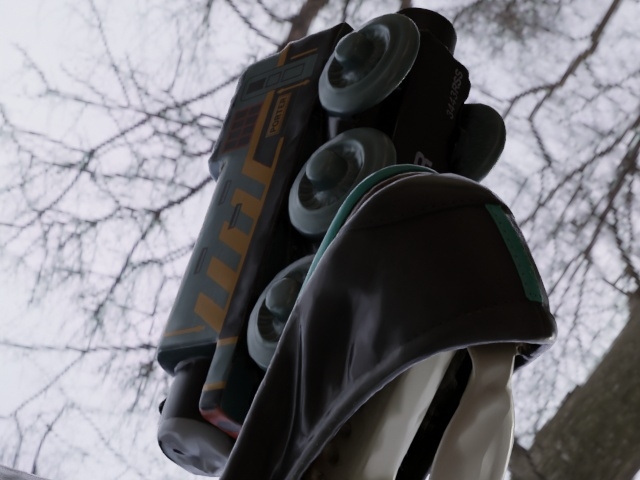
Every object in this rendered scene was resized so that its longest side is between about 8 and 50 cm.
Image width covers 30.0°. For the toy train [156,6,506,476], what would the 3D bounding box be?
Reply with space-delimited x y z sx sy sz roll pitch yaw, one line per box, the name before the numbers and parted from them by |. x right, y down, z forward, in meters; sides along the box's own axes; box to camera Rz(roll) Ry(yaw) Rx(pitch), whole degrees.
toy train | 0.000 0.000 0.759 0.142 0.190 0.334 38 -126 -35

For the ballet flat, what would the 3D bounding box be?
ballet flat | 0.001 0.105 0.438 0.095 0.280 0.096 -4 -140 -37

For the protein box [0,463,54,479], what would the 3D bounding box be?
protein box | -0.238 0.288 0.859 0.136 0.200 0.201 22 -179 -18
